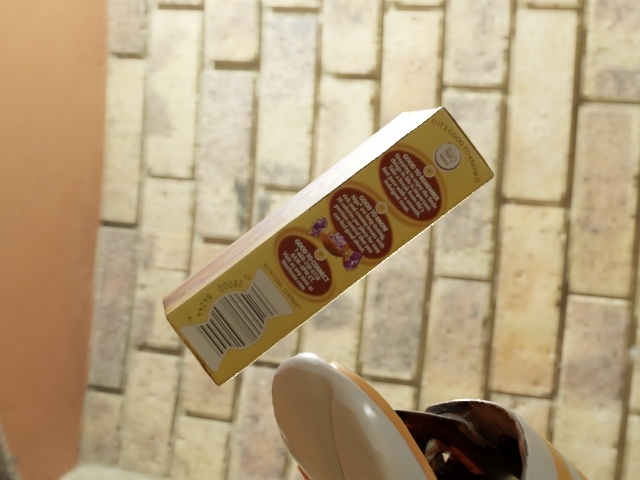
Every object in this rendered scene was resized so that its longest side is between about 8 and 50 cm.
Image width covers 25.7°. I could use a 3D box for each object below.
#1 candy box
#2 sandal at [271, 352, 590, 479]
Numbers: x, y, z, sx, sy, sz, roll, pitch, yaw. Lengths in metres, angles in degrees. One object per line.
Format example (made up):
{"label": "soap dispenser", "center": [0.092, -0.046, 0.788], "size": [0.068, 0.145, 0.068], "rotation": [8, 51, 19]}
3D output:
{"label": "candy box", "center": [0.000, 0.000, 0.789], "size": [0.053, 0.187, 0.109], "rotation": [52, 177, -7]}
{"label": "sandal", "center": [0.070, 0.119, 0.469], "size": [0.076, 0.102, 0.265], "rotation": [-37, -57, -10]}
